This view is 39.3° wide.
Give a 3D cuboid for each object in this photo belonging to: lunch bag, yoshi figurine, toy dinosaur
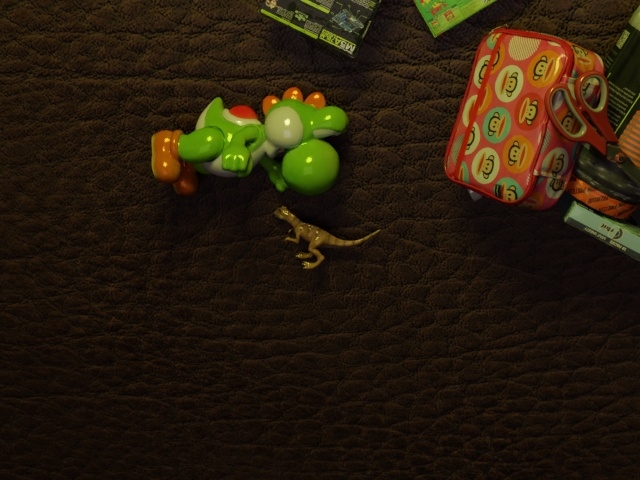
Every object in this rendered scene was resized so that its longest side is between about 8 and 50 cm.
[{"bbox_3d":[0.335,-0.217,1.561,0.120,0.258,0.293,7,104,-35],"label":"lunch bag"},{"bbox_3d":[-0.117,-0.146,1.678,0.362,0.203,0.203,-11,128,9],"label":"yoshi figurine"},{"bbox_3d":[0.000,0.000,1.786,0.212,0.064,0.112,21,113,-3],"label":"toy dinosaur"}]

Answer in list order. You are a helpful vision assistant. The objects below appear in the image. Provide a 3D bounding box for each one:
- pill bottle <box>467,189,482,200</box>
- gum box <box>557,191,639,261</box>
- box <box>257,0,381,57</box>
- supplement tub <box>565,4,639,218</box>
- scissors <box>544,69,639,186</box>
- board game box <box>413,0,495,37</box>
[{"bbox_3d":[0.334,-0.119,1.690,0.116,0.065,0.065,-25,109,17],"label":"pill bottle"},{"bbox_3d":[0.509,-0.048,1.634,0.157,0.184,0.041,28,114,-5],"label":"gum box"},{"bbox_3d":[0.013,-0.440,1.550,0.191,0.045,0.184,24,117,-5],"label":"box"},{"bbox_3d":[0.553,-0.219,1.541,0.207,0.207,0.338,26,115,-5],"label":"supplement tub"},{"bbox_3d":[0.464,-0.141,1.453,0.109,0.021,0.297,-35,108,-1],"label":"scissors"},{"bbox_3d":[0.256,-0.444,1.567,0.181,0.043,0.092,-29,107,17],"label":"board game box"}]
